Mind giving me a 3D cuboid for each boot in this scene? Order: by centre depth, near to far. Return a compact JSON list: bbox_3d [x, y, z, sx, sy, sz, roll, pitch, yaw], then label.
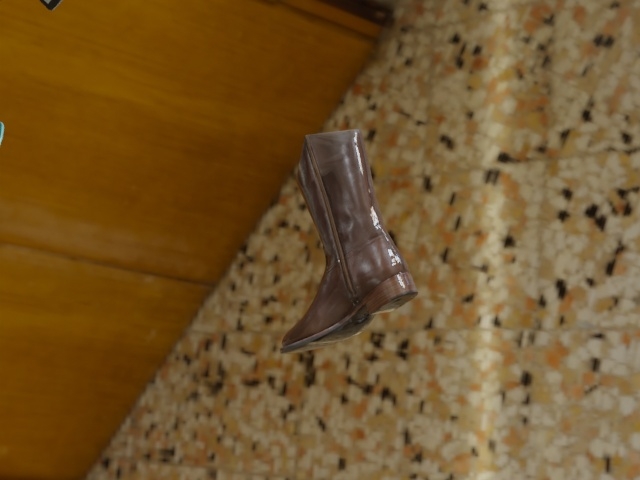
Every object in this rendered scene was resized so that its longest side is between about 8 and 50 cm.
[{"bbox_3d":[0.000,0.000,0.755,0.106,0.037,0.114,-31,72,31],"label":"boot"}]

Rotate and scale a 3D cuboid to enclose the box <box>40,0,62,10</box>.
[{"bbox_3d":[-0.258,-0.293,1.023,0.036,0.207,0.114,-33,20,43],"label":"box"}]

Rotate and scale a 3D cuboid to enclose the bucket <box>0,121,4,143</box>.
[{"bbox_3d":[-0.343,-0.034,0.781,0.183,0.281,0.281,-61,40,37],"label":"bucket"}]
